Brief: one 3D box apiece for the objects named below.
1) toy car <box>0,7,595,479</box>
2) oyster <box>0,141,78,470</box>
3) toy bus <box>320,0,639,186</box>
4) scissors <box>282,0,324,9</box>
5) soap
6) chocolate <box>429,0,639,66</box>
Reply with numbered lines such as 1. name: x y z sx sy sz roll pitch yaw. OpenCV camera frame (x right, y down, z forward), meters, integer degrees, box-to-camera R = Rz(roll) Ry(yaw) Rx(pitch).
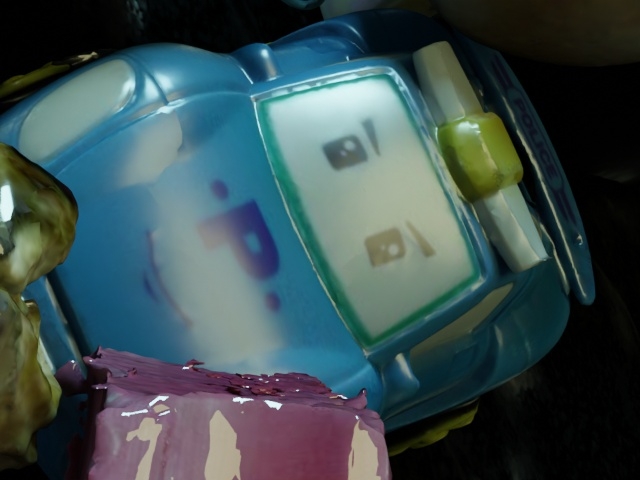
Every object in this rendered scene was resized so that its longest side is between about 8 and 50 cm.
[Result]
1. toy car: 0.000 0.000 0.641 0.314 0.166 0.198 -16 81 -58
2. oyster: -0.202 -0.004 0.367 0.337 0.133 0.197 28 56 -40
3. toy bus: 0.157 -0.147 0.963 0.386 0.171 0.162 9 59 -55
4. scissors: -0.032 -0.169 0.815 0.119 0.058 0.014 41 18 -12
5. soap: -0.045 0.145 0.450 0.099 0.162 0.250 9 63 -8
6. chocolate: 0.093 -0.158 0.709 0.157 0.080 0.254 4 44 -13
